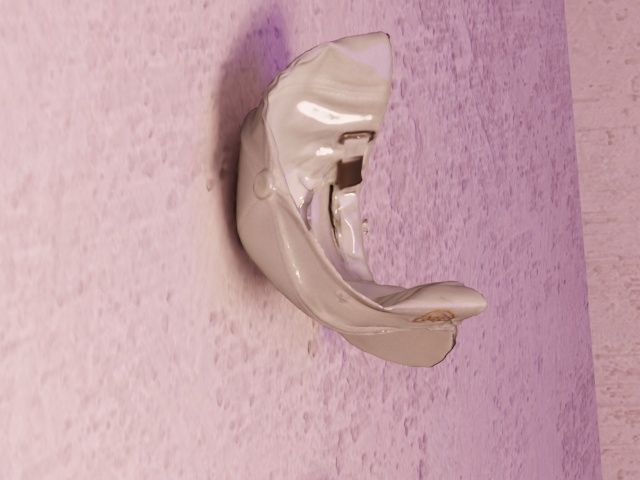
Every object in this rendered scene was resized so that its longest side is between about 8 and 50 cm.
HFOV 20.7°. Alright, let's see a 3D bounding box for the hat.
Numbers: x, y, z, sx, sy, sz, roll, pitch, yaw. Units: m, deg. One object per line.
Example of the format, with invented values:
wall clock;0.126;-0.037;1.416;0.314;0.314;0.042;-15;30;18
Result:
hat;0.007;-0.003;1.452;0.301;0.168;0.257;102;-27;-63
